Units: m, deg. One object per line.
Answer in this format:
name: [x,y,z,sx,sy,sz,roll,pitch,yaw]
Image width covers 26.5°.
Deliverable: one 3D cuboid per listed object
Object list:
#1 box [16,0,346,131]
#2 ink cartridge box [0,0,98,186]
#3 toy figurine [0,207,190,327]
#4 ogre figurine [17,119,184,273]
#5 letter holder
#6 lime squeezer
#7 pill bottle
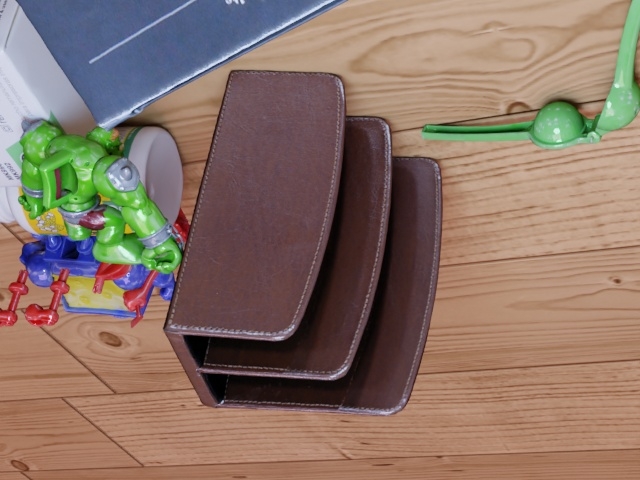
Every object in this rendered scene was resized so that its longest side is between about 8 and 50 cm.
box: [-0.088,-0.315,0.784,0.293,0.212,0.395,-20,107,40]
ink cartridge box: [-0.379,-0.154,1.350,0.289,0.122,0.211,-2,146,18]
toy figurine: [-0.303,0.055,1.608,0.362,0.191,0.217,1,151,18]
ogre figurine: [-0.215,-0.045,1.265,0.197,0.097,0.118,44,152,40]
letter holder: [0.000,0.000,1.305,0.214,0.302,0.152,2,147,14]
lime squeezer: [0.225,-0.128,1.267,0.110,0.059,0.310,27,145,-24]
pill bottle: [-0.264,-0.063,1.462,0.208,0.118,0.117,1,146,16]
